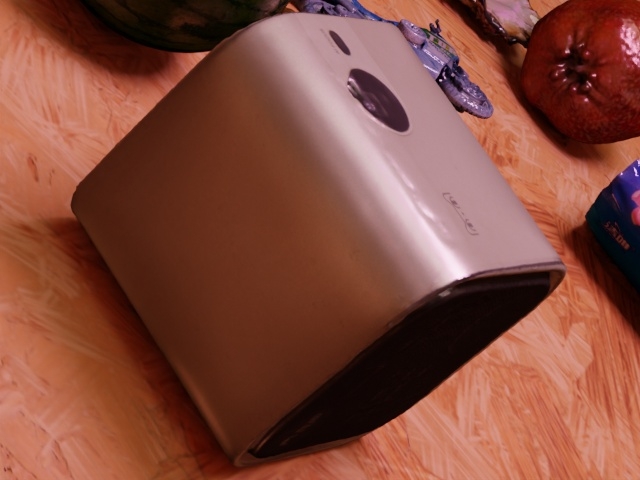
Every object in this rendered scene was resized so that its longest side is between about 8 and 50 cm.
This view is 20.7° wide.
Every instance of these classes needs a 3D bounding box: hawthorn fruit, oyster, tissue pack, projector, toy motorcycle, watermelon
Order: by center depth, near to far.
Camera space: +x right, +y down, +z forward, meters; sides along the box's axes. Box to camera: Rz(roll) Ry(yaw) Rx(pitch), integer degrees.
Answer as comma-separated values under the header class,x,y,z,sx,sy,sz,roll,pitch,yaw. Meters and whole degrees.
class,x,y,z,sx,sy,sz,roll,pitch,yaw
projector,0.000,0.000,1.333,0.249,0.248,0.249,57,27,16
watermelon,-0.123,-0.285,1.547,0.242,0.242,0.242,36,29,-24
toy motorcycle,0.079,-0.212,1.919,0.254,0.092,0.135,26,24,-20
tissue pack,0.436,0.027,2.018,0.269,0.137,0.209,54,-10,10
hawthorn fruit,0.377,-0.219,2.253,0.253,0.205,0.205,-5,57,-58
oyster,0.201,-0.364,2.311,0.259,0.092,0.198,53,24,-19

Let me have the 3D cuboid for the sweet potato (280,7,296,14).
class,x,y,z,sx,sy,sz,roll,pitch,yaw
sweet potato,-0.008,-0.164,1.761,0.069,0.059,0.249,21,31,-22
